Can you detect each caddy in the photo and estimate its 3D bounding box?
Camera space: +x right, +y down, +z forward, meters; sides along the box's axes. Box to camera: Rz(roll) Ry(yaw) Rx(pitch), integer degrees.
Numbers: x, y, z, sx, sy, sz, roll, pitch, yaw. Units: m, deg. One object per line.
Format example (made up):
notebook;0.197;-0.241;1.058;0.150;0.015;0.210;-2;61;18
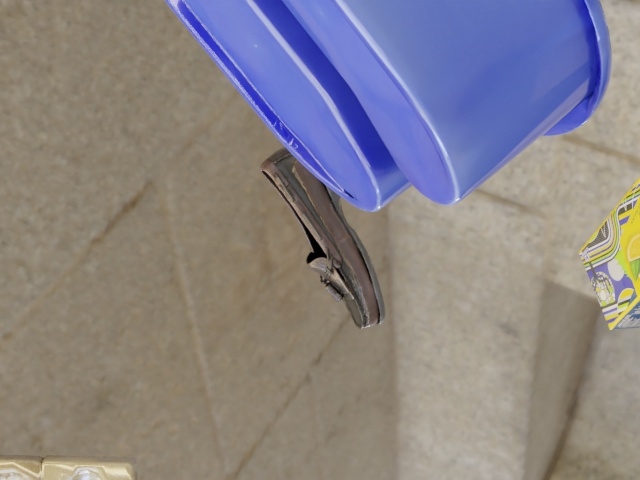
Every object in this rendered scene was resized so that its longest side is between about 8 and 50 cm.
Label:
caddy;0.031;-0.177;0.748;0.179;0.241;0.341;-44;105;-16

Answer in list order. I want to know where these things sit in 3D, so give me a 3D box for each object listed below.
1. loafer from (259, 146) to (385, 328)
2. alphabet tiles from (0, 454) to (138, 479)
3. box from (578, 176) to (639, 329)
loafer;0.000;0.000;1.792;0.095;0.109;0.303;-24;97;-20
alphabet tiles;-0.190;0.293;0.763;0.011;0.285;0.343;-66;155;-74
box;0.211;-0.015;0.677;0.054;0.059;0.169;-5;150;-20
